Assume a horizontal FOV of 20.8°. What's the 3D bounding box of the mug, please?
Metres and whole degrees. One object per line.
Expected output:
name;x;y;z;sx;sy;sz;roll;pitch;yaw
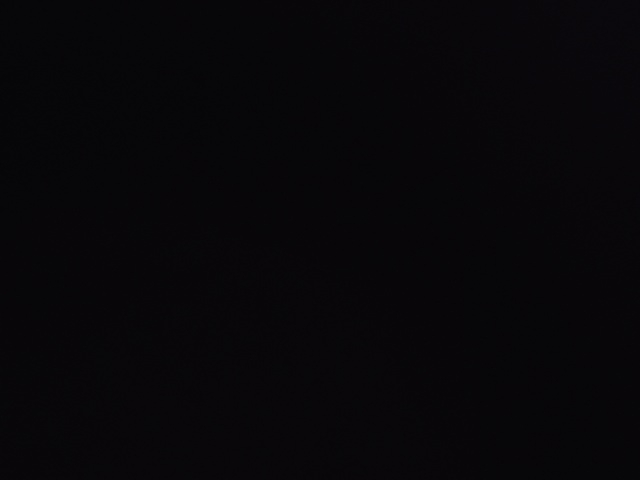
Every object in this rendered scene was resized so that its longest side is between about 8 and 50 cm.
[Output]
mug;0.000;0.000;0.264;0.328;0.374;0.276;91;9;-61
